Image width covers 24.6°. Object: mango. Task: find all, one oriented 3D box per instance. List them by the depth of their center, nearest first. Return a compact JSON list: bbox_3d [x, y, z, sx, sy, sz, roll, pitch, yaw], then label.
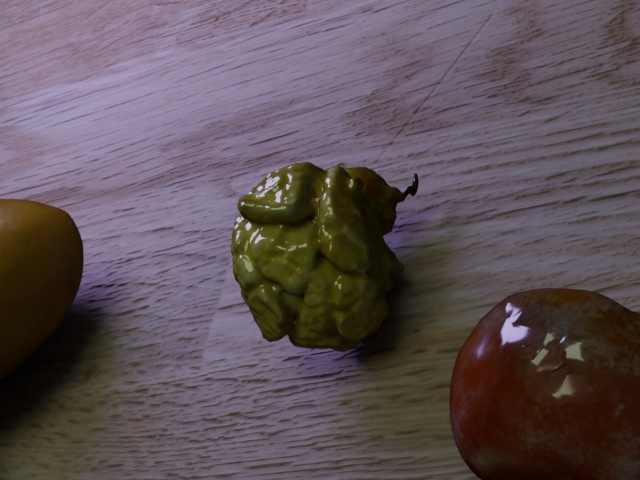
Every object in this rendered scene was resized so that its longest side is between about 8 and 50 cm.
[{"bbox_3d":[-0.453,0.088,1.520,0.445,0.232,0.300,-21,17,3],"label":"mango"}]

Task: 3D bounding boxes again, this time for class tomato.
[{"bbox_3d":[0.188,0.108,1.084,0.214,0.155,0.181,1,56,36],"label":"tomato"}]

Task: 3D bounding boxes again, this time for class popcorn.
[{"bbox_3d":[0.006,0.008,1.325,0.173,0.168,0.195,-38,0,17],"label":"popcorn"}]
